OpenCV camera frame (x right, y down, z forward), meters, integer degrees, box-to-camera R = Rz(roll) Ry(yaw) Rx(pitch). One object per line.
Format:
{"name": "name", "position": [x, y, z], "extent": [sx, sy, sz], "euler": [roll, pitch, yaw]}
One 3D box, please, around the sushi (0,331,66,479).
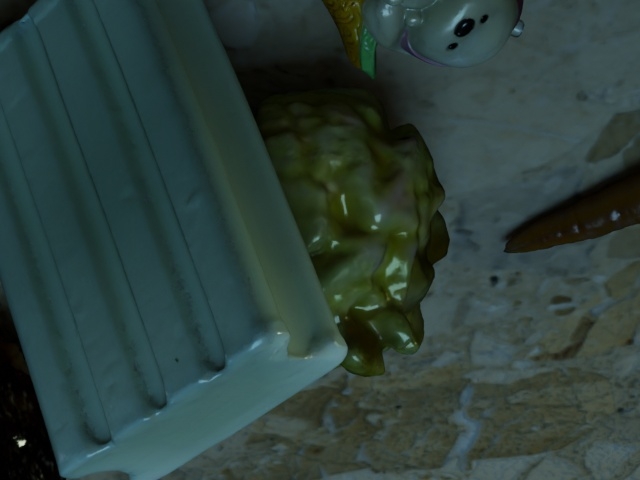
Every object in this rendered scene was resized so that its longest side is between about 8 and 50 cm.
{"name": "sushi", "position": [-0.330, 0.104, 1.152], "extent": [0.196, 0.182, 0.343], "euler": [-34, 126, 30]}

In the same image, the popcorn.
{"name": "popcorn", "position": [-0.001, 0.000, 1.079], "extent": [0.167, 0.185, 0.187], "euler": [-28, 102, -7]}

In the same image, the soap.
{"name": "soap", "position": [-0.106, -0.016, 0.990], "extent": [0.160, 0.265, 0.087], "euler": [-34, 153, 24]}

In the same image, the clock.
{"name": "clock", "position": [0.072, -0.182, 0.970], "extent": [0.144, 0.103, 0.231], "euler": [21, 126, -12]}

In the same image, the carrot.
{"name": "carrot", "position": [0.221, -0.029, 1.168], "extent": [0.216, 0.048, 0.048], "euler": [-19, 131, 18]}
